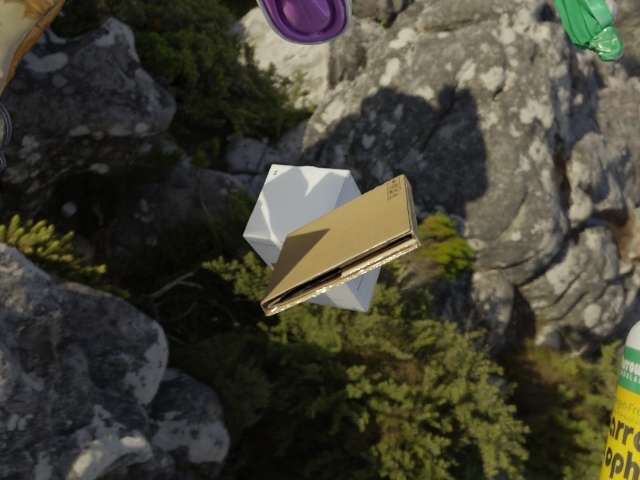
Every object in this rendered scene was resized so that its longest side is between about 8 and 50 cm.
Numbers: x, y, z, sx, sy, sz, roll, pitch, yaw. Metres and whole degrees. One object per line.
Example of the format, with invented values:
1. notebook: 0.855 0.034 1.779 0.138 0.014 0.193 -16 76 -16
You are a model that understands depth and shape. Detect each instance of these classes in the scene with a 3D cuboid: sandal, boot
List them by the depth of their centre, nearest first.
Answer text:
1. boot: -0.376 -0.193 0.721 0.295 0.211 0.104 -51 119 -16
2. sandal: -0.053 -0.347 0.832 0.416 0.169 0.102 33 47 -61

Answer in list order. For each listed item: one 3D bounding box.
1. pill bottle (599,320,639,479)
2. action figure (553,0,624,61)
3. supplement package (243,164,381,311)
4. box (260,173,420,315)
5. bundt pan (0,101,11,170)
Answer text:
1. pill bottle: 0.246 0.115 0.432 0.117 0.117 0.208 11 90 -42
2. action figure: 0.308 -0.318 0.830 0.063 0.137 0.232 -14 79 -9
3. supplement package: 0.000 0.000 1.423 0.293 0.177 0.175 55 48 -53
4. box: 0.024 -0.001 0.737 0.021 0.164 0.201 59 14 -16
5. bundt pan: -0.556 -0.114 0.853 0.331 0.331 0.124 21 24 -38
